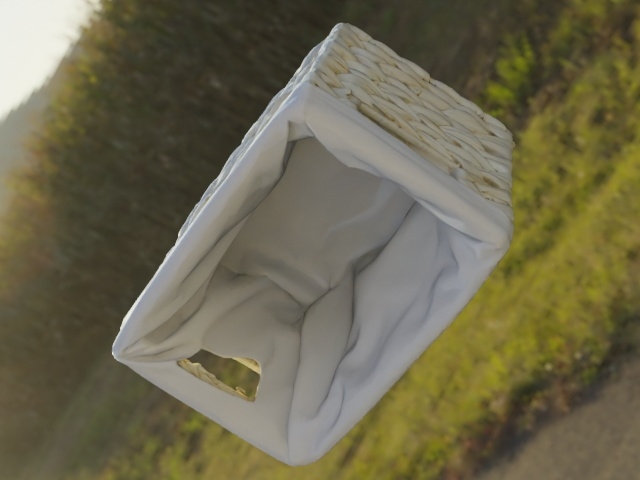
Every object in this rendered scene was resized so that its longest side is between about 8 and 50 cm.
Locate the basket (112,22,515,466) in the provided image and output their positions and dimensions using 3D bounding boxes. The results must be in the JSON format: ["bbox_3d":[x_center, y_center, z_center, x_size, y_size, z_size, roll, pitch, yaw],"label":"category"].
[{"bbox_3d":[0.000,0.000,0.731,0.167,0.113,0.103,-51,12,32],"label":"basket"}]
